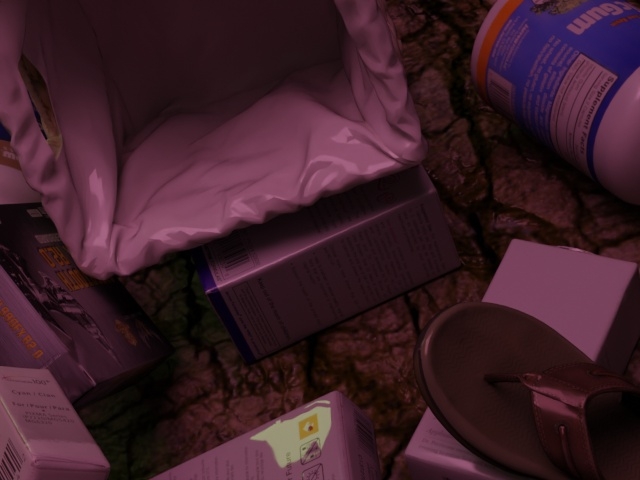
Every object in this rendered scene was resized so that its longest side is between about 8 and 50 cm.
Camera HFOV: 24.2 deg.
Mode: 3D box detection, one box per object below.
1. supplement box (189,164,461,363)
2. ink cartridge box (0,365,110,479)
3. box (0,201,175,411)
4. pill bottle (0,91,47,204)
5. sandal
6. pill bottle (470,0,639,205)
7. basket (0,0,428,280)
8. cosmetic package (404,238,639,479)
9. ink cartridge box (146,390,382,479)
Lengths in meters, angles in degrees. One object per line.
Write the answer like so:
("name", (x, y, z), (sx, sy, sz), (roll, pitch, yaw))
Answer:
("supplement box", (0.000, 0.000, 1.359), (0.220, 0.114, 0.111), (-25, 45, 1))
("ink cartridge box", (-0.274, 0.226, 1.140), (0.261, 0.066, 0.296), (42, 116, 51))
("box", (-0.229, 0.054, 1.276), (0.056, 0.231, 0.183), (-41, 85, 10))
("pill bottle", (-0.341, -0.058, 1.515), (0.153, 0.153, 0.264), (-16, 47, 8))
("sandal", (0.207, 0.139, 1.085), (0.303, 0.086, 0.120), (35, 60, 5))
("pill bottle", (0.274, -0.126, 1.335), (0.152, 0.152, 0.272), (-37, 48, -13))
("basket", (-0.114, -0.198, 1.310), (0.331, 0.328, 0.266), (-20, 23, 9))
("cosmetic package", (0.170, 0.117, 1.210), (0.117, 0.085, 0.231), (14, 55, 29))
("ink cartridge box", (-0.116, 0.268, 1.163), (0.371, 0.069, 0.175), (-26, 44, 19))
